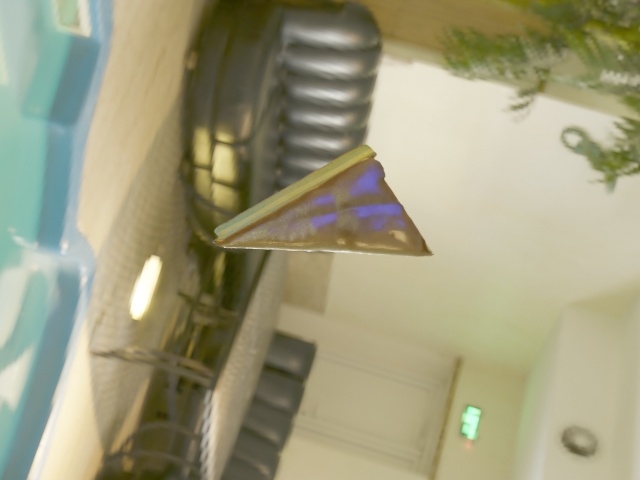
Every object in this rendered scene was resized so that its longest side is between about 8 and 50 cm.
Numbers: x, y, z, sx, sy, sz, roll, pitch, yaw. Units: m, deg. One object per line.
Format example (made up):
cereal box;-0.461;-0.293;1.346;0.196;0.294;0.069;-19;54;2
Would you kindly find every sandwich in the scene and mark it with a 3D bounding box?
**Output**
sandwich;0.000;0.000;0.705;0.074;0.116;0.074;61;2;-10
